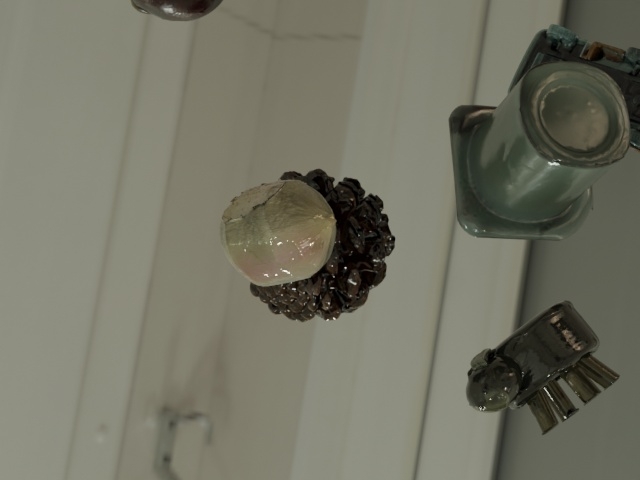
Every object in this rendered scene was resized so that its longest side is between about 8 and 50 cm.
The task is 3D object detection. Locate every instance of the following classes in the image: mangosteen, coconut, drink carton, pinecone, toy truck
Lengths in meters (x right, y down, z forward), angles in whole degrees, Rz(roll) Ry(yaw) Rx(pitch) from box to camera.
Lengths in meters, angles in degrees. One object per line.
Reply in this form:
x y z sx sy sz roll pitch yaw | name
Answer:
-0.182 -0.335 1.761 0.153 0.152 0.152 9 174 1 | mangosteen
-0.037 -0.012 1.453 0.124 0.110 0.110 -16 161 31 | coconut
0.279 -0.122 1.758 0.191 0.185 0.189 4 154 -14 | drink carton
0.000 0.000 1.942 0.222 0.221 0.221 9 174 1 | pinecone
0.430 -0.198 2.050 0.305 0.136 0.162 27 180 44 | toy truck

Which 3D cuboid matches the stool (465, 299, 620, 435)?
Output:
0.294 0.186 1.941 0.228 0.139 0.153 -33 167 -19 | stool
